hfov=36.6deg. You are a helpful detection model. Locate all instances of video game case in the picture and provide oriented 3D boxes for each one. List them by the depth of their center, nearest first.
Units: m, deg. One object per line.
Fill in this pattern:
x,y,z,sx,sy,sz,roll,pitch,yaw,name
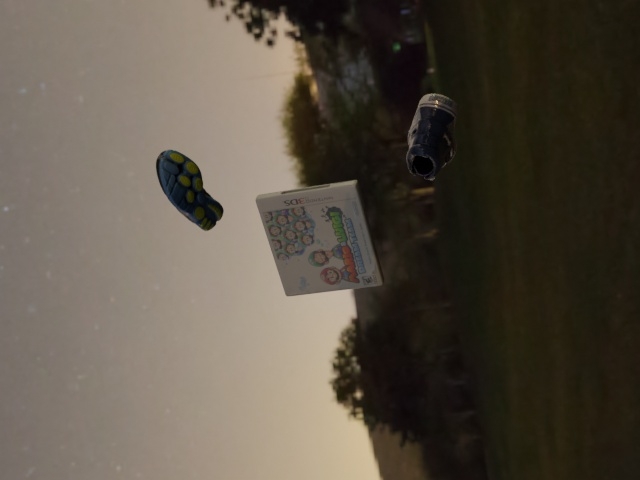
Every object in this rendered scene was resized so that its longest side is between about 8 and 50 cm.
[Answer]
0.000,0.000,1.314,0.019,0.143,0.157,-67,-35,-58,video game case

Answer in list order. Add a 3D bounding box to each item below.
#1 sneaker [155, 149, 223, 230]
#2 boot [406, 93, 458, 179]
-0.210,-0.076,1.466,0.067,0.078,0.188,-53,-26,-13,sneaker
0.137,-0.113,1.260,0.190,0.069,0.086,71,-144,-70,boot
